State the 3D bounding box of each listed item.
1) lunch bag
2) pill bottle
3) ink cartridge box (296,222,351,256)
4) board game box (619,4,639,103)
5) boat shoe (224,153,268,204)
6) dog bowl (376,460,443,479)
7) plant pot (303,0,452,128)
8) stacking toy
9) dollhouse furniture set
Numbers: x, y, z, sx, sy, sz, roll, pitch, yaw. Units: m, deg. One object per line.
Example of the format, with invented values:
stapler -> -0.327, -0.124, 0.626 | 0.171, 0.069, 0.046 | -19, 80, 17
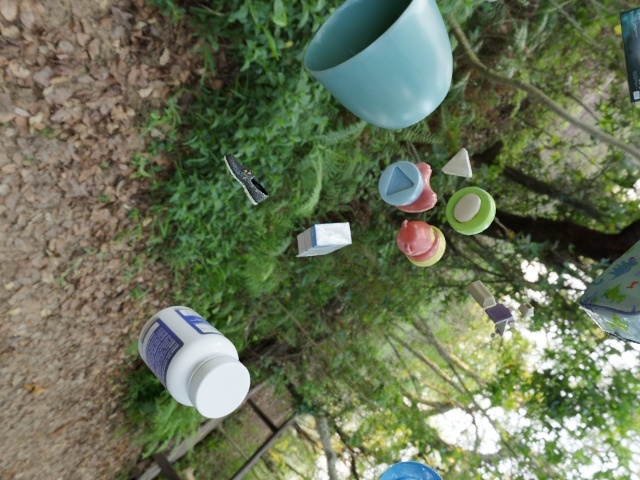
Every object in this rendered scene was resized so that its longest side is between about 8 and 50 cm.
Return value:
lunch bag -> 0.524, 0.064, 0.695 | 0.219, 0.090, 0.176 | -41, 180, -3
pill bottle -> -0.192, 0.183, 0.702 | 0.112, 0.186, 0.112 | -15, 115, -36
ink cartridge box -> 0.000, 0.000, 1.310 | 0.104, 0.060, 0.180 | -4, 170, -24
board game box -> 0.675, -0.379, 0.911 | 0.126, 0.186, 0.026 | -8, -150, 32
boat shoe -> -0.168, -0.145, 1.048 | 0.042, 0.133, 0.049 | -29, -159, 17
dog bowl -> 0.160, 0.609, 0.945 | 0.074, 0.165, 0.297 | 112, -1, -68
plant pot -> 0.148, -0.388, 1.006 | 0.293, 0.293, 0.235 | -47, 125, 1
stacking toy -> 0.304, -0.115, 1.271 | 0.279, 0.309, 0.130 | -28, 152, 26
dollhouse furniture set -> 0.352, 0.136, 0.936 | 0.090, 0.114, 0.081 | -16, 134, -12
